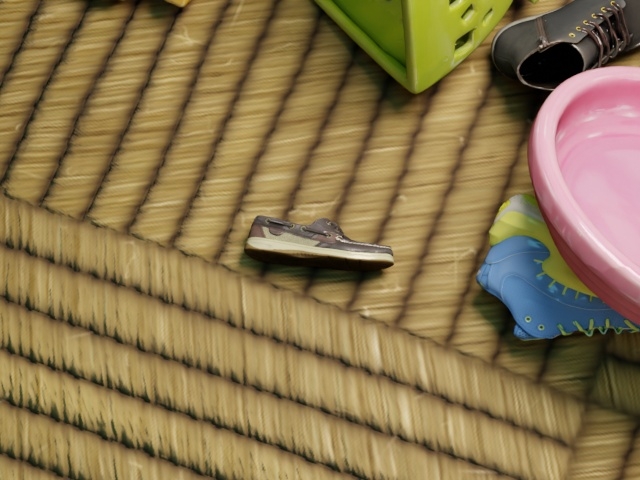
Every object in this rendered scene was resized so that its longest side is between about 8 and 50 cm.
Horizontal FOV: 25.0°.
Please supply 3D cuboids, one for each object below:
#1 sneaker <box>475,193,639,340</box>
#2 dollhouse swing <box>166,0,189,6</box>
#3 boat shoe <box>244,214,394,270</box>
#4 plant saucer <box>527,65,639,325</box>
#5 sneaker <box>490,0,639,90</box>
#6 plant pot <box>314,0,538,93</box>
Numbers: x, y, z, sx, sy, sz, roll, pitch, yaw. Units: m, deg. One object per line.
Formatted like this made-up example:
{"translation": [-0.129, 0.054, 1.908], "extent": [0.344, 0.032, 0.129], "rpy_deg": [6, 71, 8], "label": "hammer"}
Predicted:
{"translation": [0.259, 0.060, 1.407], "extent": [0.240, 0.091, 0.126], "rpy_deg": [33, 103, 5], "label": "sneaker"}
{"translation": [-0.210, -0.479, 1.638], "extent": [0.347, 0.305, 0.315], "rpy_deg": [23, 114, 11], "label": "dollhouse swing"}
{"translation": [0.000, 0.000, 1.448], "extent": [0.152, 0.056, 0.049], "rpy_deg": [6, 75, 6], "label": "boat shoe"}
{"translation": [0.340, -0.024, 1.360], "extent": [0.332, 0.084, 0.332], "rpy_deg": [14, 45, -14], "label": "plant saucer"}
{"translation": [0.291, -0.208, 1.464], "extent": [0.222, 0.118, 0.083], "rpy_deg": [-24, 111, 3], "label": "sneaker"}
{"translation": [0.107, -0.327, 1.461], "extent": [0.207, 0.227, 0.228], "rpy_deg": [-32, 55, -15], "label": "plant pot"}
